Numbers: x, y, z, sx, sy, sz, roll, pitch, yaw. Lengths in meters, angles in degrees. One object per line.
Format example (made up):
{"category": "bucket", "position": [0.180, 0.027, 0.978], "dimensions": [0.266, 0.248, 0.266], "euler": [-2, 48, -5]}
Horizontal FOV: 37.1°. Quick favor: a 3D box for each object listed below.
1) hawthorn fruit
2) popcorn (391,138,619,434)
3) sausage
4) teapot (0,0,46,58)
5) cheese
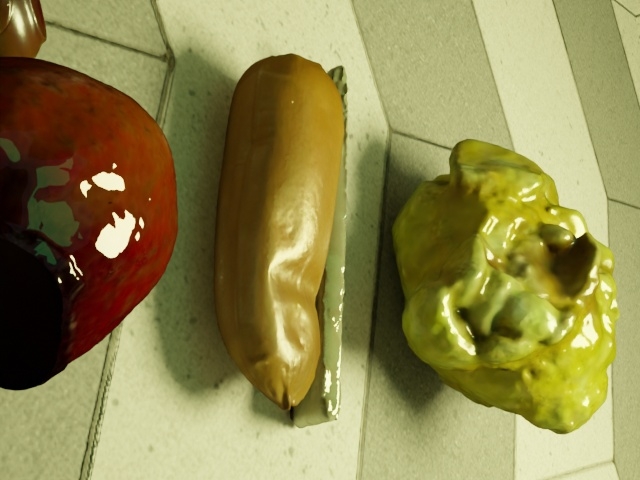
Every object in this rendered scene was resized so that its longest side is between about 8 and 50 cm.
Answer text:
{"category": "hawthorn fruit", "position": [-0.195, -0.028, 0.677], "dimensions": [0.249, 0.215, 0.215], "euler": [-36, 108, -50]}
{"category": "popcorn", "position": [0.213, 0.058, 1.193], "dimensions": [0.292, 0.294, 0.334], "euler": [8, 34, -15]}
{"category": "sausage", "position": [-0.046, -0.010, 0.948], "dimensions": [0.134, 0.116, 0.354], "euler": [47, 44, -61]}
{"category": "teapot", "position": [-0.263, -0.184, 0.747], "dimensions": [0.098, 0.078, 0.129], "euler": [-121, -160, -71]}
{"category": "cheese", "position": [0.003, 0.000, 1.035], "dimensions": [0.034, 0.085, 0.400], "euler": [10, 68, -23]}
